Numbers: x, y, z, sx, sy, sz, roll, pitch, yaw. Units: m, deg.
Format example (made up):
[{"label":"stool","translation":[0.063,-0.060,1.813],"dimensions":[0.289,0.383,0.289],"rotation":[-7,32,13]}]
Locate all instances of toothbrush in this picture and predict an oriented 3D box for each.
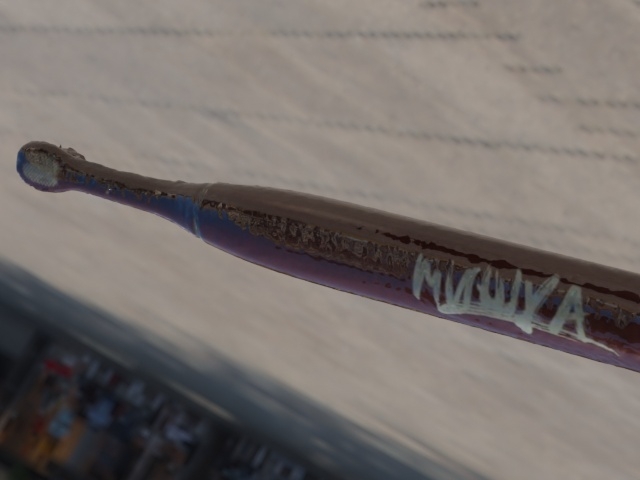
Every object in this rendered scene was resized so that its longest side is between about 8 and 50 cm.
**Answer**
[{"label":"toothbrush","translation":[0.000,0.000,0.800],"dimensions":[0.364,0.041,0.041],"rotation":[14,163,32]}]
